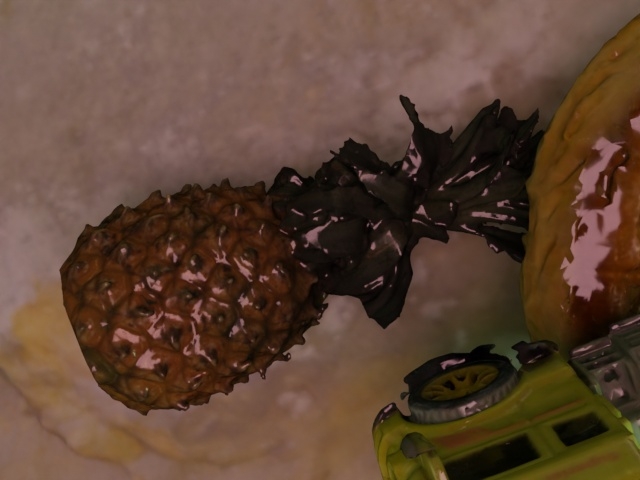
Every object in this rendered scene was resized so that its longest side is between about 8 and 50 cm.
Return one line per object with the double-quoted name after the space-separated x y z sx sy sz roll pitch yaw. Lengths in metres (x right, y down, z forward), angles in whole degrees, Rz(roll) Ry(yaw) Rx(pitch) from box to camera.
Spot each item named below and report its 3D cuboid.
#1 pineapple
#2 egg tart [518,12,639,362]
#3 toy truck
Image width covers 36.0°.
0.000 0.000 0.500 0.251 0.125 0.125 -20 99 3 "pineapple"
0.234 0.007 0.481 0.290 0.115 0.290 0 101 -1 "egg tart"
0.163 0.084 0.357 0.272 0.157 0.124 -21 98 2 "toy truck"
